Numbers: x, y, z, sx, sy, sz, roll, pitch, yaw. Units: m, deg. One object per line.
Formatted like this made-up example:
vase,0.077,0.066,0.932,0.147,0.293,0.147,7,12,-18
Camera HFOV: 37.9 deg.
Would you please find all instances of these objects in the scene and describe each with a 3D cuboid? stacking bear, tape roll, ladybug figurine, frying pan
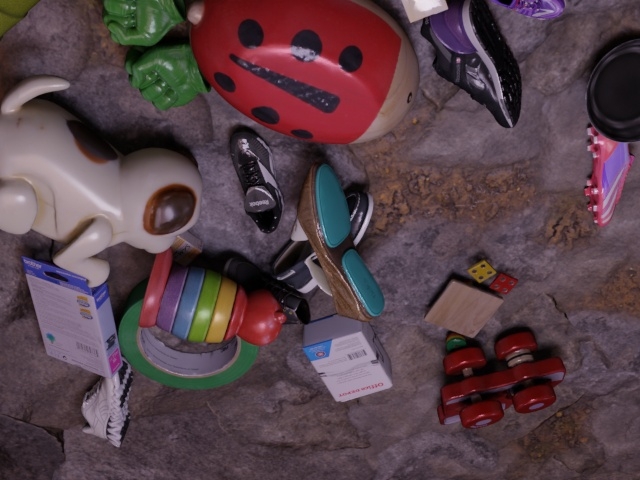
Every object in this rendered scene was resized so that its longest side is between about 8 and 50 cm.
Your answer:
stacking bear,-0.216,0.138,1.932,0.289,0.164,0.175,15,139,-7
tape roll,-0.299,0.208,2.145,0.321,0.077,0.321,0,130,1
ladybug figurine,-0.028,-0.303,1.644,0.449,0.162,0.305,18,129,-19
frying pan,0.633,-0.317,1.727,0.326,0.053,0.197,-36,114,6

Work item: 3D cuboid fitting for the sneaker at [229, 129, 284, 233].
sneaker,-0.124,-0.109,1.866,0.078,0.106,0.234,-11,128,8

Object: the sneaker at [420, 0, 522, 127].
sneaker,0.279,-0.322,1.715,0.124,0.107,0.283,-5,135,34

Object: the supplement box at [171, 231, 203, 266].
supplement box,-0.310,0.005,2.005,0.098,0.036,0.062,35,122,-25

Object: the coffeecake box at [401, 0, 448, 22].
coffeecake box,0.148,-0.467,1.523,0.068,0.185,0.142,-18,127,14

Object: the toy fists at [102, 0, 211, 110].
toy fists,-0.302,-0.359,1.674,0.142,0.096,0.279,-10,130,10

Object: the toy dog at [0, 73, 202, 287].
toy dog,-0.430,-0.111,1.797,0.408,0.284,0.395,14,110,-12

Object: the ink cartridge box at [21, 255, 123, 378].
ink cartridge box,-0.550,0.161,2.078,0.186,0.065,0.311,16,134,20

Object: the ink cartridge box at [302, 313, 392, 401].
ink cartridge box,0.065,0.271,2.186,0.148,0.086,0.203,-18,127,15

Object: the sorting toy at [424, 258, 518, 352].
sorting toy,0.325,0.137,2.100,0.132,0.046,0.274,20,127,-15

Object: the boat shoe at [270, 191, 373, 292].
boat shoe,0.000,0.000,1.950,0.091,0.114,0.302,22,125,-23

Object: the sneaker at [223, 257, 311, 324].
sneaker,-0.111,0.109,2.034,0.118,0.083,0.222,1,147,39

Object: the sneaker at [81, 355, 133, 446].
sneaker,-0.529,0.393,2.285,0.118,0.110,0.292,14,128,0

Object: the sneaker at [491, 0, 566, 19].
sneaker,0.349,-0.420,1.633,0.170,0.071,0.068,13,128,-10

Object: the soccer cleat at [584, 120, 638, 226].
soccer cleat,0.583,-0.131,1.863,0.095,0.083,0.248,-10,126,3

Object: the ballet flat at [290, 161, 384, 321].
ballet flat,0.014,0.013,1.854,0.124,0.116,0.342,-11,112,37

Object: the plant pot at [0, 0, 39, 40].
plant pot,-0.468,-0.539,1.395,0.353,0.366,0.366,-30,123,9

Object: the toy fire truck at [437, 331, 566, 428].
toy fire truck,0.423,0.353,2.213,0.302,0.169,0.254,-16,154,0
